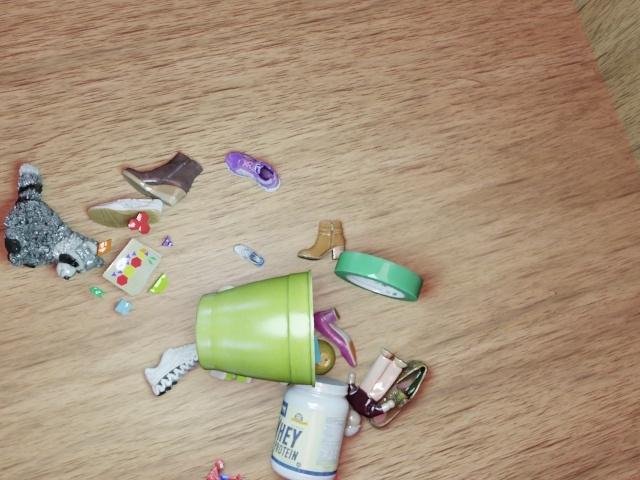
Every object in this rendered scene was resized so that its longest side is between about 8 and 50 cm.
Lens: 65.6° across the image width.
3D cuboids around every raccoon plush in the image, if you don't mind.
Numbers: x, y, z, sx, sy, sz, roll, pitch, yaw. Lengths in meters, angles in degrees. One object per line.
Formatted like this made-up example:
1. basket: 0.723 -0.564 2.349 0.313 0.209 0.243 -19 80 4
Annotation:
1. raccoon plush: -0.927 -0.076 1.767 0.299 0.216 0.446 -1 80 -16

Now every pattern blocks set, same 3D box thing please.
1. pattern blocks set: -0.671 0.091 1.784 0.325 0.026 0.285 -49 121 -22

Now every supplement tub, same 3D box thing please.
1. supplement tub: -0.030 0.647 1.734 0.235 0.235 0.325 13 82 -6

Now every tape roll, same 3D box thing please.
1. tape roll: 0.211 0.135 1.819 0.321 0.321 0.077 22 78 -4

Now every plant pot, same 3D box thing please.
1. plant pot: -0.197 0.280 1.568 0.353 0.366 0.366 -2 81 -1
2. plant pot: -0.003 0.439 1.852 0.134 0.095 0.134 1 81 -7

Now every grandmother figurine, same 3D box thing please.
1. grandmother figurine: 0.173 0.564 1.834 0.104 0.208 0.342 37 84 -46

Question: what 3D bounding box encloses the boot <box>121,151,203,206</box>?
1. boot: -0.605 -0.260 1.910 0.248 0.090 0.207 30 65 0

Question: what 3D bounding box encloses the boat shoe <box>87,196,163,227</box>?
1. boat shoe: -0.723 -0.114 1.856 0.277 0.098 0.096 0 46 2

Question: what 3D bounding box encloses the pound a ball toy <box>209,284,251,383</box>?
1. pound a ball toy: -0.325 0.332 1.788 0.208 0.136 0.319 23 75 -40

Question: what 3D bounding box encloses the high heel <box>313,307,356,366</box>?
1. high heel: 0.048 0.381 1.892 0.117 0.082 0.244 -24 98 17

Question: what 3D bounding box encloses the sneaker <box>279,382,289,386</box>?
1. sneaker: -0.149 0.384 1.839 0.162 0.106 0.281 18 79 -2

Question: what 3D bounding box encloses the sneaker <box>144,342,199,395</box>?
1. sneaker: -0.501 0.422 1.787 0.292 0.110 0.118 -39 78 -13

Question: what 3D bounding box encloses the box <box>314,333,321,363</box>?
1. box: -0.126 0.406 1.753 0.244 0.060 0.100 -13 91 -10

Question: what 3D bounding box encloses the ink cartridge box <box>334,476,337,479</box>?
1. ink cartridge box: 0.006 0.937 1.795 0.145 0.045 0.179 -8 84 -10

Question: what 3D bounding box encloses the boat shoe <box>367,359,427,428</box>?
1. boat shoe: 0.287 0.574 1.864 0.110 0.104 0.307 38 78 0

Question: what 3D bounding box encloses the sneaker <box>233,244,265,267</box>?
1. sneaker: -0.271 0.053 1.900 0.135 0.058 0.052 29 78 -2

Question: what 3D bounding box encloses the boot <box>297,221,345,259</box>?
1. boot: 0.000 0.000 1.943 0.197 0.073 0.152 0 81 -20

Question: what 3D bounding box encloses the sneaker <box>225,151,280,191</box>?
1. sneaker: -0.261 -0.281 1.936 0.236 0.104 0.095 28 79 -1

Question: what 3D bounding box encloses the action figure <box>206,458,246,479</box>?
1. action figure: -0.352 0.912 1.726 0.139 0.091 0.280 11 80 1
